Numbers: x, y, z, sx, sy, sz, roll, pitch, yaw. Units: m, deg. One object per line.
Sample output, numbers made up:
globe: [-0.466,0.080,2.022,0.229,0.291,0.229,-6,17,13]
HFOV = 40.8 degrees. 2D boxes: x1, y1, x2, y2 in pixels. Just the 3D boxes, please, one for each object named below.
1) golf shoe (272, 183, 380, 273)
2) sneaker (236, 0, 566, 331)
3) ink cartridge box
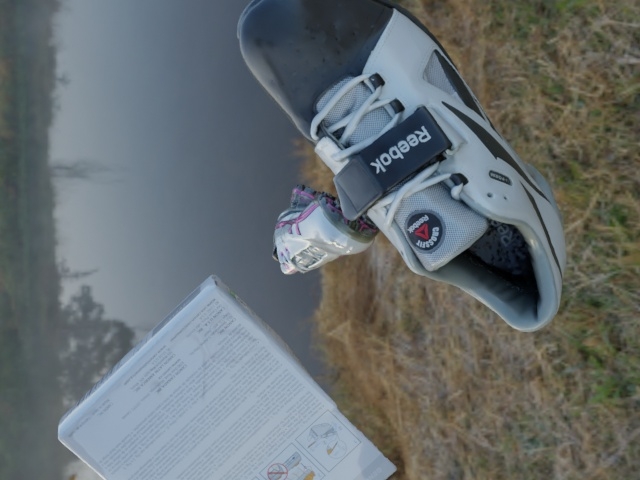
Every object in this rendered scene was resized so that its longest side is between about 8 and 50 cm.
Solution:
golf shoe: [0.000,0.000,0.792,0.086,0.067,0.186,-61,14,-2]
sneaker: [0.073,-0.058,0.634,0.122,0.330,0.146,-43,20,27]
ink cartridge box: [-0.076,0.168,0.724,0.181,0.225,0.056,-43,15,2]
